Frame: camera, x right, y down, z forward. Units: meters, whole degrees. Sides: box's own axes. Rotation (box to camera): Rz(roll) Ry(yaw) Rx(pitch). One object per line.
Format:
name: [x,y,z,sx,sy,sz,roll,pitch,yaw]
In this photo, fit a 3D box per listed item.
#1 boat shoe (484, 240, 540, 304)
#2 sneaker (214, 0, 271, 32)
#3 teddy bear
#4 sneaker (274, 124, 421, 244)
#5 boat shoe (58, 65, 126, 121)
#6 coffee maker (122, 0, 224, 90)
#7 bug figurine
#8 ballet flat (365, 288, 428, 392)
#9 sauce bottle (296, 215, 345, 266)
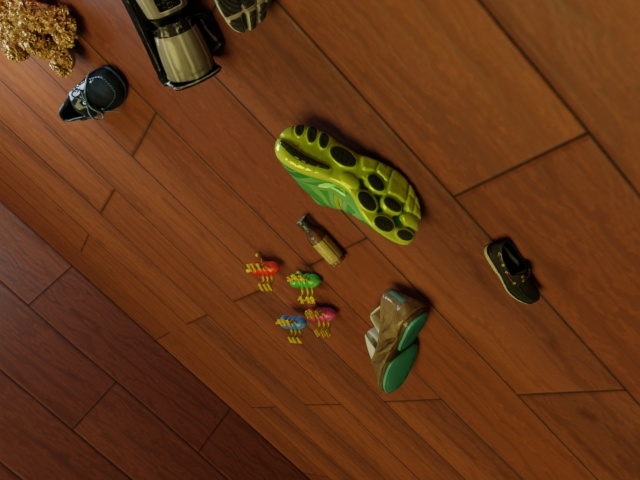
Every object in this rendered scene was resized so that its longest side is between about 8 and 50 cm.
boat shoe: [0.329,0.056,0.917,0.133,0.049,0.042,51,154,-11]
sneaker: [-0.153,-0.436,0.772,0.110,0.107,0.275,27,146,54]
teddy bear: [-0.661,-0.492,1.167,0.338,0.113,0.245,47,144,-13]
sneaker: [0.053,-0.100,0.974,0.296,0.109,0.123,36,170,1]
boat shoe: [-0.532,-0.319,1.270,0.109,0.089,0.258,51,146,-18]
coffee maker: [-0.269,-0.365,0.927,0.171,0.120,0.178,16,140,33]
bug figurine: [-0.069,0.148,1.404,0.216,0.072,0.279,1,127,36]
ballet flat: [0.159,0.224,1.254,0.124,0.116,0.342,45,153,30]
sauce bottle: [0.000,0.000,1.183,0.128,0.042,0.042,50,146,-12]
